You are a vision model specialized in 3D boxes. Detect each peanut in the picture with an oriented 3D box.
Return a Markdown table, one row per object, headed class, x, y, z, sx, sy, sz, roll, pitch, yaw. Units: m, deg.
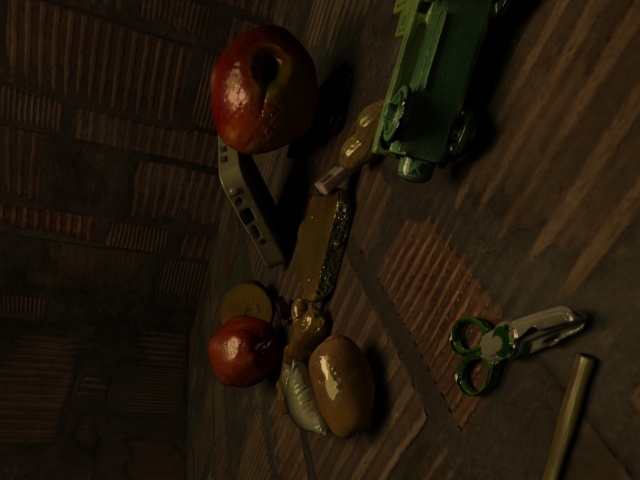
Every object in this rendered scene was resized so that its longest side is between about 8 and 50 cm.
| class | x | y | z | sx | sy | sz | roll | pitch | yaw |
| --- | --- | --- | --- | --- | --- | --- | --- | --- | --- |
| peanut | 0.100 | -0.213 | 0.949 | 0.187 | 0.082 | 0.082 | 124 | 149 | -46 |

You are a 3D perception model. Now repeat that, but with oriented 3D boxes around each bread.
| class | x | y | z | sx | sy | sz | roll | pitch | yaw |
| --- | --- | --- | --- | --- | --- | --- | --- | --- | --- |
| bread | 0.000 | 0.000 | 1.144 | 0.207 | 0.056 | 0.286 | -137 | 60 | -62 |

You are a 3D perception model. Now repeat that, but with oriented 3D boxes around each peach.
| class | x | y | z | sx | sy | sz | roll | pitch | yaw |
| --- | --- | --- | --- | --- | --- | --- | --- | --- | --- |
| peach | -0.154 | -0.398 | 1.273 | 0.372 | 0.290 | 0.373 | 178 | 90 | -74 |

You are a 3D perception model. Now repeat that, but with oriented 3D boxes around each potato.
| class | x | y | z | sx | sy | sz | roll | pitch | yaw |
| --- | --- | --- | --- | --- | --- | --- | --- | --- | --- |
| potato | -0.241 | 0.207 | 1.559 | 0.158 | 0.178 | 0.203 | -90 | -7 | -68 |
| potato | 0.040 | 0.255 | 0.828 | 0.118 | 0.109 | 0.178 | 107 | 146 | -61 |

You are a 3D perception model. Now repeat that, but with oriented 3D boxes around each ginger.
| class | x | y | z | sx | sy | sz | roll | pitch | yaw |
| --- | --- | --- | --- | --- | --- | --- | --- | --- | --- |
| ginger | -0.054 | 0.289 | 1.116 | 0.118 | 0.065 | 0.299 | 30 | 111 | 49 |

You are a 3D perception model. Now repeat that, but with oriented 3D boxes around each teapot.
| class | x | y | z | sx | sy | sz | roll | pitch | yaw |
| --- | --- | --- | --- | --- | --- | --- | --- | --- | --- |
| teapot | -0.104 | 0.201 | 1.342 | 0.068 | 0.045 | 0.100 | 89 | 157 | -53 |

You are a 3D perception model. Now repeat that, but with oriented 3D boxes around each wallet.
| class | x | y | z | sx | sy | sz | roll | pitch | yaw |
| --- | --- | --- | --- | --- | --- | --- | --- | --- | --- |
| wallet | -0.012 | -0.361 | 1.366 | 0.377 | 0.051 | 0.197 | 163 | 119 | -66 |

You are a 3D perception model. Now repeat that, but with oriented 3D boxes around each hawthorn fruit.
| class | x | y | z | sx | sy | sz | roll | pitch | yaw |
| --- | --- | --- | --- | --- | --- | --- | --- | --- | --- |
| hawthorn fruit | -0.205 | 0.318 | 1.336 | 0.299 | 0.211 | 0.211 | -25 | 57 | 56 |

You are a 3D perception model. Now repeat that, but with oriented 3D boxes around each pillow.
| class | x | y | z | sx | sy | sz | roll | pitch | yaw |
| --- | --- | --- | --- | --- | --- | --- | --- | --- | --- |
| pillow | -0.037 | 0.317 | 0.956 | 0.254 | 0.078 | 0.144 | 114 | 137 | -73 |

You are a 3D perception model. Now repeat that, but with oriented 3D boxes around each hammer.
| class | x | y | z | sx | sy | sz | roll | pitch | yaw |
| --- | --- | --- | --- | --- | --- | --- | --- | --- | --- |
| hammer | 0.239 | 0.208 | 0.470 | 0.062 | 0.013 | 0.199 | -153 | 75 | -68 |

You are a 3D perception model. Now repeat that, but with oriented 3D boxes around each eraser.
| class | x | y | z | sx | sy | sz | roll | pitch | yaw |
| --- | --- | --- | --- | --- | --- | --- | --- | --- | --- |
| eraser | 0.038 | -0.150 | 1.077 | 0.105 | 0.026 | 0.065 | -39 | 18 | -6 |

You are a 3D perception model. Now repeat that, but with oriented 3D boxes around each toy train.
| class | x | y | z | sx | sy | sz | roll | pitch | yaw |
| --- | --- | --- | --- | --- | --- | --- | --- | --- | --- |
| toy train | 0.173 | -0.276 | 0.716 | 0.237 | 0.150 | 0.369 | -119 | 43 | -72 |

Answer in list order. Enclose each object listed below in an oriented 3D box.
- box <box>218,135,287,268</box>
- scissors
| class | x | y | z | sx | sy | sz | roll | pitch | yaw |
| --- | --- | --- | --- | --- | --- | --- | --- | --- | --- |
| box | -0.221 | -0.140 | 1.473 | 0.373 | 0.090 | 0.367 | -106 | -7 | -53 |
| scissors | 0.221 | 0.117 | 0.543 | 0.204 | 0.027 | 0.101 | 128 | 143 | -55 |
